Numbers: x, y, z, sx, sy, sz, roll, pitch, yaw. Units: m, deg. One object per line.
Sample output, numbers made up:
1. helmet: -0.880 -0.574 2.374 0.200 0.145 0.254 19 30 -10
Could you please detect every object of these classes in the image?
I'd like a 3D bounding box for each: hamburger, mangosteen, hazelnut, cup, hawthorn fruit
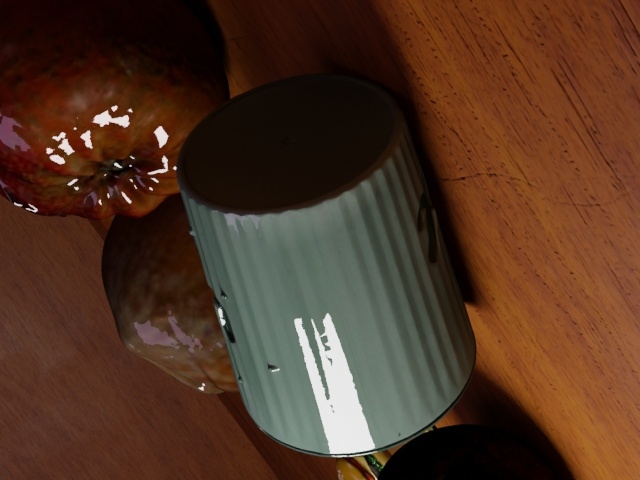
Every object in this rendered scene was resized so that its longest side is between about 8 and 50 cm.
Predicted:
1. hamburger: 0.105 0.494 2.280 0.162 0.115 0.162 47 164 18
2. mangosteen: 0.230 0.410 1.558 0.300 0.300 0.300 46 162 19
3. hazelnut: -0.169 0.065 1.792 0.409 0.359 0.359 57 165 16
4. cup: -0.018 0.014 1.326 0.401 0.310 0.392 32 149 43
5. hawthorn fruit: -0.333 -0.235 1.560 0.403 0.403 0.403 46 162 19

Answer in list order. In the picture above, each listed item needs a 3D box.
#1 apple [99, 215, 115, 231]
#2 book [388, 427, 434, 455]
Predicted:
1. apple: -0.316 -0.101 1.993 0.230 0.230 0.230 46 162 19
2. book: 0.174 0.381 1.998 0.374 0.028 0.262 49 161 16
